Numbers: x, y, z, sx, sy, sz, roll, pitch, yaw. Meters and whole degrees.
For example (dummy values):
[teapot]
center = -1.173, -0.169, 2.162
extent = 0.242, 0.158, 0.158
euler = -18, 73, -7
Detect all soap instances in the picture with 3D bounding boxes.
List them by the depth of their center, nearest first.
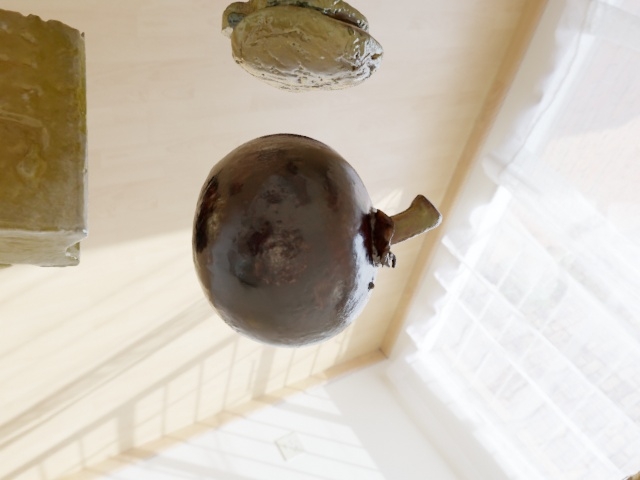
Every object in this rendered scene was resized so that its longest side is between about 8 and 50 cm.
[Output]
[soap]
center = -0.457, -0.135, 0.683
extent = 0.293, 0.335, 0.156
euler = 5, 155, -33

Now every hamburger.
[hamburger]
center = -0.033, -0.356, 0.998
extent = 0.265, 0.285, 0.134
euler = -7, 96, -60

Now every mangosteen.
[mangosteen]
center = 0.000, 0.000, 0.576
extent = 0.261, 0.235, 0.235
euler = -8, 144, 10

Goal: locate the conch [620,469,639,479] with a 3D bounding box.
[conch]
center = 0.345, 0.318, 0.616
extent = 0.109, 0.093, 0.330
euler = 1, 143, -12
